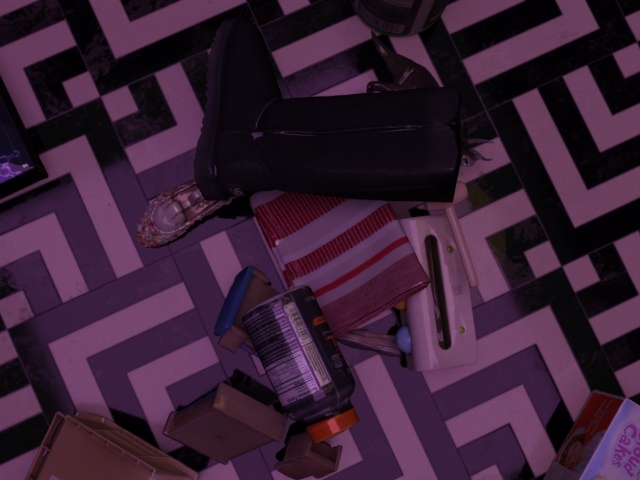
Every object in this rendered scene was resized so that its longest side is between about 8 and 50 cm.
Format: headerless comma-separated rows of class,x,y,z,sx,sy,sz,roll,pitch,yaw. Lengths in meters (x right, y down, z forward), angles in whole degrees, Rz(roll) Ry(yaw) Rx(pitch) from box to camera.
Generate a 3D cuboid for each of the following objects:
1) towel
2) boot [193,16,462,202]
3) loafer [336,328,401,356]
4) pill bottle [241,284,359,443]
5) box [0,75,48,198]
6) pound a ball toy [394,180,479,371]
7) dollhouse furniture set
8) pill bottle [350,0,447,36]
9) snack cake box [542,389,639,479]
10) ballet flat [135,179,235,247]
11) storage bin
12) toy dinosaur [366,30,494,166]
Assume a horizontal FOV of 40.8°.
towel,0.023,-0.005,1.537,0.237,0.037,0.329,-32,68,16
boot,0.026,-0.239,1.501,0.445,0.146,0.367,-2,70,17
loafer,0.092,0.185,1.606,0.125,0.045,0.039,16,67,-7
pill bottle,-0.025,0.209,1.433,0.130,0.130,0.246,-25,82,-4
box,-0.648,-0.201,1.583,0.184,0.103,0.261,-27,86,-7
pound a ball toy,0.192,0.069,1.531,0.135,0.208,0.319,-7,86,-7
dollhouse furniture set,-0.099,0.246,1.580,0.286,0.198,0.303,33,52,-20
pill bottle,0.158,-0.510,1.509,0.204,0.361,0.204,0,84,-2
snack cake box,0.489,0.407,1.541,0.089,0.152,0.264,31,85,1
ballet flat,-0.244,-0.073,1.596,0.241,0.077,0.091,-35,88,-4
storage bin,-0.387,0.463,1.474,0.260,0.123,0.262,21,84,31
toy dinosaur,0.178,-0.251,1.626,0.160,0.121,0.314,-24,81,-16
